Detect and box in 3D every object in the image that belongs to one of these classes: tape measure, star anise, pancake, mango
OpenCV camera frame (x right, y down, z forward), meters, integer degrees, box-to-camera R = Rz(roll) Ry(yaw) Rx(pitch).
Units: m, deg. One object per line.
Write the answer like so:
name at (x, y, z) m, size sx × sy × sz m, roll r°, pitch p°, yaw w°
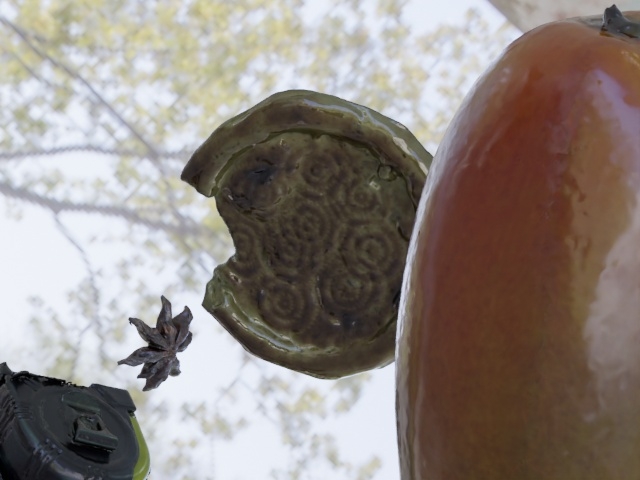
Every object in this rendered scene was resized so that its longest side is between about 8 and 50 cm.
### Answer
tape measure at (-0.264, 0.225, 1.535) m, size 0.199 × 0.112 × 0.186 m, roll 17°, pitch 29°, yaw -35°
star anise at (-0.214, 0.142, 1.964) m, size 0.042 × 0.141 × 0.141 m, roll 19°, pitch -29°, yaw 32°
pancake at (0.000, 0.000, 1.066) m, size 0.212 × 0.029 × 0.235 m, roll -6°, pitch -67°, yaw 18°
mango at (0.096, 0.063, 0.521) m, size 0.146 × 0.289 × 0.129 m, roll 4°, pitch 0°, yaw -43°
